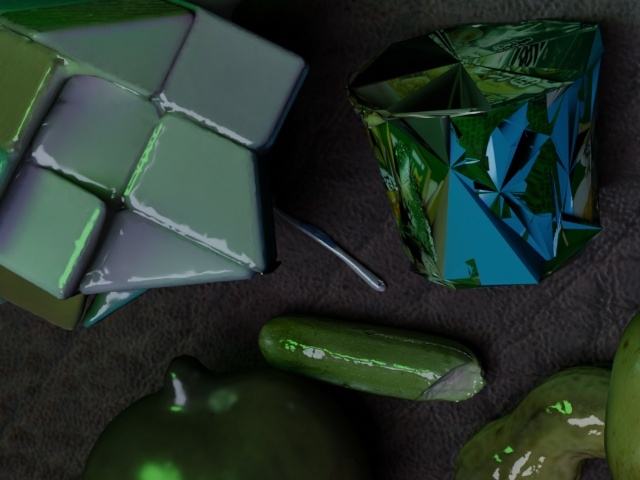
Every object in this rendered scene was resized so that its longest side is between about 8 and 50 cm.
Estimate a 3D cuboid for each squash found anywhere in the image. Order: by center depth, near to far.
[{"bbox_3d":[0.050,0.116,1.950,0.239,0.069,0.069,9,112,20],"label":"squash"}]

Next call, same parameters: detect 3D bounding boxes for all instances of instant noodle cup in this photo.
[{"bbox_3d":[0.150,-0.077,1.760,0.240,0.240,0.178,-2,115,23],"label":"instant noodle cup"}]

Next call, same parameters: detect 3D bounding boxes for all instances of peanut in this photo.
[{"bbox_3d":[0.225,0.191,1.891,0.103,0.098,0.229,27,128,-36],"label":"peanut"}]

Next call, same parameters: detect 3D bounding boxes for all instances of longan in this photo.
[{"bbox_3d":[-0.091,0.249,1.959,0.300,0.243,0.300,0,104,1],"label":"longan"}]

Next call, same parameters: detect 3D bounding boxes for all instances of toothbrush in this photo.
[{"bbox_3d":[0.000,0.000,1.959,0.162,0.014,0.017,39,138,4],"label":"toothbrush"}]

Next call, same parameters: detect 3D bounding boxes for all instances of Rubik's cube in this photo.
[{"bbox_3d":[-0.186,-0.092,1.772,0.368,0.387,0.358,25,90,0],"label":"Rubik's cube"}]

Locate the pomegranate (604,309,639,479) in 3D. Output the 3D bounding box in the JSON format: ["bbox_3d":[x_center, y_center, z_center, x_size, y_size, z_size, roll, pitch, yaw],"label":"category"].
[{"bbox_3d":[0.394,0.158,1.681,0.319,0.319,0.319,8,112,20],"label":"pomegranate"}]

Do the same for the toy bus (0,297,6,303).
[{"bbox_3d":[-0.285,0.007,2.035,0.195,0.089,0.081,-14,102,27],"label":"toy bus"}]
